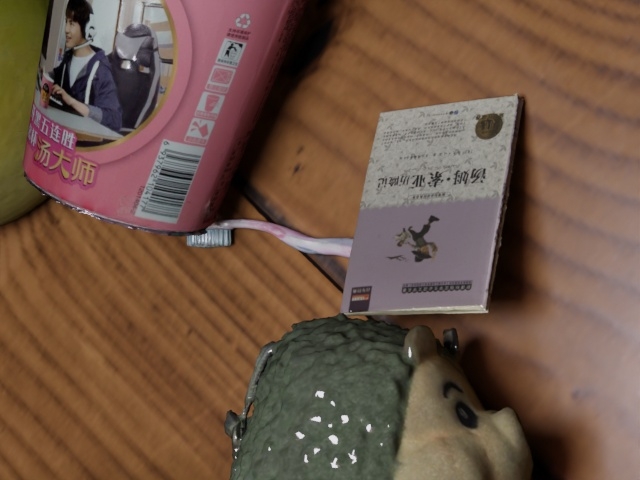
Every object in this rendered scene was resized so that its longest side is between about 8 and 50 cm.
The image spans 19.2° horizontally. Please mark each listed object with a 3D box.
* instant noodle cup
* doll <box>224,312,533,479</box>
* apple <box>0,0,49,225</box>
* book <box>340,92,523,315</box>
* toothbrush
[{"bbox_3d":[-0.131,-0.149,1.514,0.244,0.244,0.255,28,109,31],"label":"instant noodle cup"},{"bbox_3d":[0.033,0.226,1.366,0.247,0.247,0.349,-5,72,32],"label":"doll"},{"bbox_3d":[-0.349,-0.162,1.632,0.295,0.233,0.258,40,108,28],"label":"apple"},{"bbox_3d":[0.085,-0.026,1.438,0.127,0.014,0.182,-4,62,32],"label":"book"},{"bbox_3d":[0.000,0.000,1.521,0.269,0.021,0.027,4,99,33],"label":"toothbrush"}]
